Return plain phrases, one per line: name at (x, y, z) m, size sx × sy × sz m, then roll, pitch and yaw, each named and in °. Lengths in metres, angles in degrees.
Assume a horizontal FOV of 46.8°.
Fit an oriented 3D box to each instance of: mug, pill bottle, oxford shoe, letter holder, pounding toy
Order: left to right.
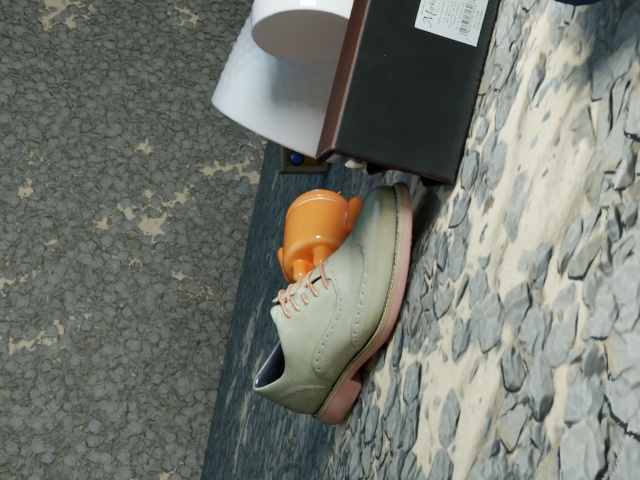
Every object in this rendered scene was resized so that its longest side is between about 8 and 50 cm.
mug at (-0.022, -0.366, 1.409) m, size 0.328 × 0.276 × 0.374 m, roll -64°, pitch 20°, yaw 14°
pounding toy at (-0.023, -0.222, 1.705) m, size 0.100 × 0.141 × 0.130 m, roll 172°, pitch 97°, yaw -79°
pill bottle at (-0.015, -0.476, 1.136) m, size 0.210 × 0.210 × 0.362 m, roll 140°, pitch 133°, yaw -72°
oxford shoe at (0.013, 0.091, 1.002) m, size 0.140 × 0.147 × 0.396 m, roll -94°, pitch 21°, yaw -61°
letter holder at (0.105, -0.231, 0.945) m, size 0.214 × 0.152 × 0.301 m, roll -169°, pitch 93°, yaw -81°

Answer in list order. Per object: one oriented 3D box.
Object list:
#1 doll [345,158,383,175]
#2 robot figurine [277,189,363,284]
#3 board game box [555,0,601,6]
doll at (0.083, -0.204, 1.177) m, size 0.046 × 0.129 × 0.188 m, roll -10°, pitch -61°, yaw -51°
robot figurine at (-0.002, 0.001, 1.249) m, size 0.219 × 0.128 × 0.158 m, roll -89°, pitch 10°, yaw -51°
board game box at (0.246, -0.300, 0.531) m, size 0.194 × 0.060 × 0.194 m, roll 129°, pitch 154°, yaw -67°
